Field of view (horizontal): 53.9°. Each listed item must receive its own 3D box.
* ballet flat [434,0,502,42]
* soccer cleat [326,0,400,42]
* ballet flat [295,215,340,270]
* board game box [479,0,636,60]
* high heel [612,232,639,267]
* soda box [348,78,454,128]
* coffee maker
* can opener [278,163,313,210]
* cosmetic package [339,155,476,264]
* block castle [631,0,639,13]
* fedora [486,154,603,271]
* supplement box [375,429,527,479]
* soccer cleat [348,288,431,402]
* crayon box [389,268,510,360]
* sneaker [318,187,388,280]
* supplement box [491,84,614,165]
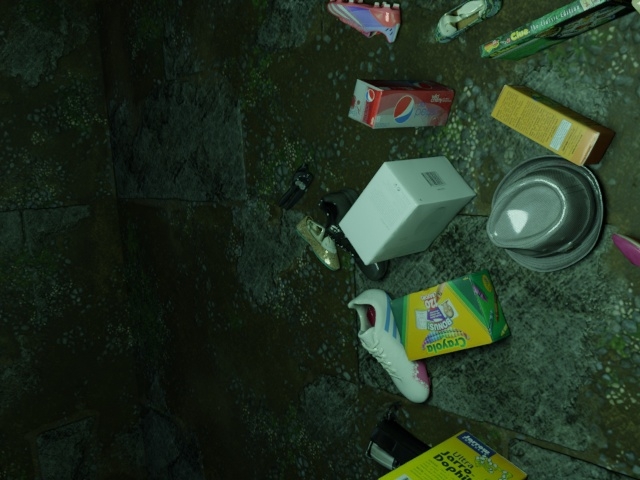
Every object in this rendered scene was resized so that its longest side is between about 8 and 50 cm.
[{"bbox_3d":[0.315,-0.504,1.415,0.188,0.070,0.070,-22,81,49],"label":"ballet flat"},{"bbox_3d":[0.104,-0.574,1.631,0.248,0.083,0.095,25,121,40],"label":"soccer cleat"},{"bbox_3d":[0.000,0.000,1.883,0.206,0.073,0.067,47,116,27],"label":"ballet flat"},{"bbox_3d":[0.455,-0.410,1.222,0.260,0.136,0.030,-13,89,49],"label":"board game box"},{"bbox_3d":[0.629,0.092,1.177,0.244,0.082,0.117,40,117,20],"label":"high heel"},{"bbox_3d":[0.191,-0.313,1.444,0.083,0.263,0.092,35,123,39],"label":"soda box"},{"bbox_3d":[0.228,0.561,1.703,0.178,0.120,0.171,24,115,43],"label":"coffee maker"},{"bbox_3d":[-0.076,-0.154,1.953,0.059,0.073,0.186,29,133,-4],"label":"can opener"},{"bbox_3d":[0.205,-0.074,1.511,0.138,0.224,0.224,56,134,24],"label":"cosmetic package"},{"bbox_3d":[0.600,-0.491,0.917,0.213,0.303,0.452,-18,85,55],"label":"block castle"},{"bbox_3d":[0.444,-0.050,1.320,0.275,0.124,0.243,-32,74,47],"label":"fedora"},{"bbox_3d":[0.285,0.629,1.471,0.195,0.357,0.194,30,120,41],"label":"supplement box"},{"bbox_3d":[0.174,0.290,1.688,0.116,0.143,0.331,-39,69,46],"label":"soccer cleat"},{"bbox_3d":[0.311,0.190,1.556,0.278,0.081,0.165,-27,78,48],"label":"crayon box"},{"bbox_3d":[0.081,-0.010,1.740,0.109,0.130,0.286,-45,66,41],"label":"sneaker"},{"bbox_3d":[0.469,-0.239,1.288,0.233,0.078,0.080,40,126,36],"label":"supplement box"}]
